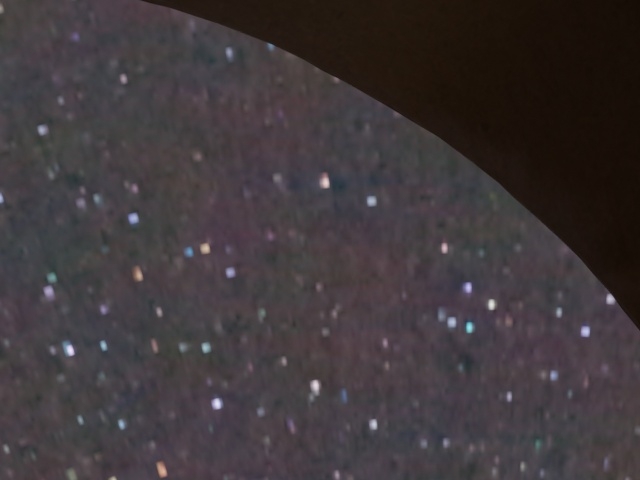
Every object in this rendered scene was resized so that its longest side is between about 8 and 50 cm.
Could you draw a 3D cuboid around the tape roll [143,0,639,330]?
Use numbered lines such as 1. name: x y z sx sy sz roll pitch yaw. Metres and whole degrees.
1. tape roll: 0.000 0.000 0.257 0.392 0.072 0.392 20 -142 -16
